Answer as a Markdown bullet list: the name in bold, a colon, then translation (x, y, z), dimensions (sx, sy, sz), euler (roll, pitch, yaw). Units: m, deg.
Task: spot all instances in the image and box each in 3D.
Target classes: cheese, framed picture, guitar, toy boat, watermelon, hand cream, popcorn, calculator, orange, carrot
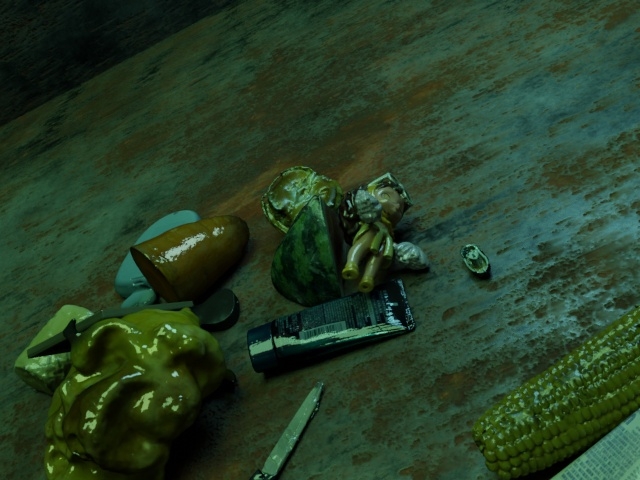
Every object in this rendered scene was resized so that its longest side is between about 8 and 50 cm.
- **cheese**: translation (-0.511, 0.213, 1.507), dimensions (0.123, 0.093, 0.167), euler (2, 45, 40)
- **framed picture**: translation (-0.374, 0.159, 1.369), dimensions (0.265, 0.192, 0.018), euler (-26, 74, 39)
- **guitar**: translation (-0.257, 0.163, 1.441), dimensions (0.234, 0.025, 0.088), euler (-24, 36, 9)
- **toy boat**: translation (0.248, 0.031, 1.222), dimensions (0.038, 0.038, 0.083), euler (-30, 33, 2)
- **watermelon**: translation (-0.020, 0.004, 1.360), dimensions (0.136, 0.207, 0.202), euler (2, 22, 1)
- **hand cream**: translation (0.336, 0.266, 0.839), dimensions (0.248, 0.083, 0.133), euler (-42, 34, 2)
- **popcorn**: translation (-0.293, 0.227, 1.195), dimensions (0.297, 0.281, 0.315), euler (-37, 18, 21)
- **calculator**: translation (-0.349, 0.039, 1.650), dimensions (0.189, 0.042, 0.302), euler (-13, 35, 23)
- **hand cream**: translation (0.014, 0.139, 1.248), dimensions (0.271, 0.061, 0.120), euler (-20, 37, 7)
- **orange**: translation (-0.029, -0.063, 1.482), dimensions (0.160, 0.112, 0.169), euler (-13, 61, 7)
- **carrot**: translation (-0.234, 0.023, 1.504), dimensions (0.225, 0.159, 0.159), euler (-34, 33, -23)

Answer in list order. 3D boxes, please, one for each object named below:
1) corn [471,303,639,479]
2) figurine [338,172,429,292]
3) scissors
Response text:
- **corn**: translation (0.327, 0.179, 0.917), dimensions (0.318, 0.115, 0.115), euler (-34, 34, -2)
- **figurine**: translation (0.092, -0.015, 1.303), dimensions (0.116, 0.174, 0.240), euler (-33, 25, 26)
- **scissors**: translation (-0.068, 0.324, 1.102), dimensions (0.109, 0.022, 0.300), euler (6, 47, 36)
